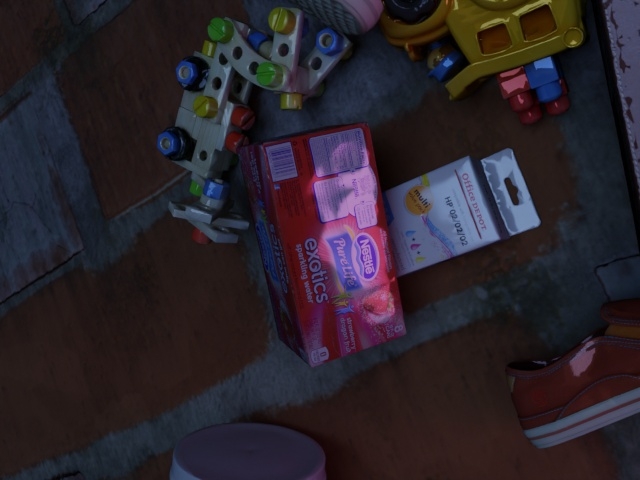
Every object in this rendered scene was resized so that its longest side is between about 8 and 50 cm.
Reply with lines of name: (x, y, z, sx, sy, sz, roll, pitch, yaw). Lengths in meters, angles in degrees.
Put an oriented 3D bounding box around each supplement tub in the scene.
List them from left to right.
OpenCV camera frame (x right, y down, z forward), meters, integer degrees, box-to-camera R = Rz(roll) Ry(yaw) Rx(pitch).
supplement tub: (-0.101, 0.421, 0.782, 0.229, 0.228, 0.315, 8, 96, 27)

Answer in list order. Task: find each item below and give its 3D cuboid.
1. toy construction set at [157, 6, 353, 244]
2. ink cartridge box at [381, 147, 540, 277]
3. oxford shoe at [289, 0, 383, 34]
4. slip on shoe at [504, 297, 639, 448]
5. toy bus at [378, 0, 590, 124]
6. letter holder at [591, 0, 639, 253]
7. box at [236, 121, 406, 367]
toy construction set: (-0.110, -0.157, 0.814, 0.215, 0.151, 0.327, 27, 93, 24)
ink cartridge box: (0.152, -0.032, 0.720, 0.181, 0.062, 0.104, -23, 81, 27)
oxford shoe: (-0.049, -0.365, 0.693, 0.130, 0.169, 0.449, -46, 43, 12)
slip on shoe: (0.330, 0.099, 0.608, 0.331, 0.123, 0.101, -39, 71, 29)
toy bus: (0.183, -0.223, 0.665, 0.220, 0.149, 0.211, -13, 102, 30)
letter holder: (0.381, -0.145, 0.548, 0.215, 0.152, 0.301, -11, 87, 26)
box: (0.000, 0.000, 0.715, 0.123, 0.128, 0.256, -162, 58, -69)
